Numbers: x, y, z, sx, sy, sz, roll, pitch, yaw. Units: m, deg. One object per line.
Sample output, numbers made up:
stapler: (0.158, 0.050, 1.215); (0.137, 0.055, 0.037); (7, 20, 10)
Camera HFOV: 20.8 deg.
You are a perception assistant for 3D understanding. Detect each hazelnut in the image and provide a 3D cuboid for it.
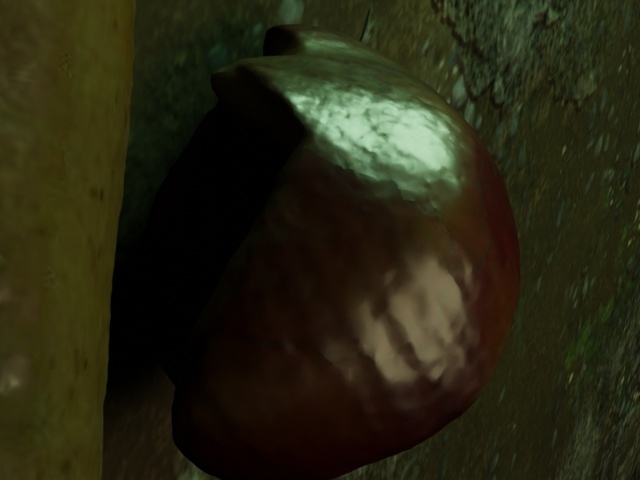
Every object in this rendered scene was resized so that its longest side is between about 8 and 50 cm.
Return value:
hazelnut: (0.000, 0.007, 0.748); (0.202, 0.160, 0.170); (-107, -149, -55)

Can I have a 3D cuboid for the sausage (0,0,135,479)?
sausage: (-0.108, 0.059, 0.400); (0.123, 0.136, 0.501); (16, 65, -40)
